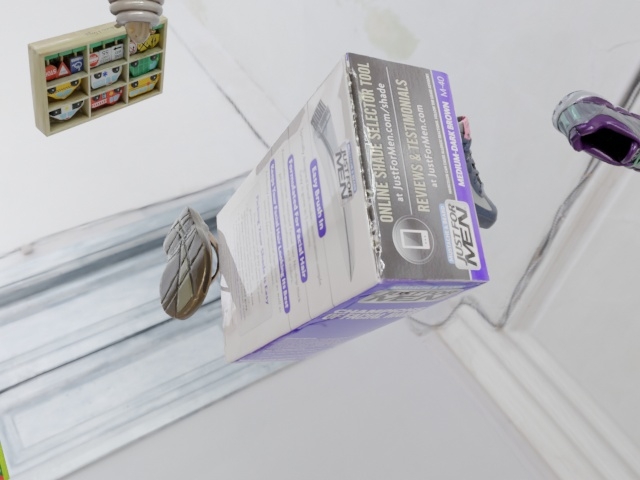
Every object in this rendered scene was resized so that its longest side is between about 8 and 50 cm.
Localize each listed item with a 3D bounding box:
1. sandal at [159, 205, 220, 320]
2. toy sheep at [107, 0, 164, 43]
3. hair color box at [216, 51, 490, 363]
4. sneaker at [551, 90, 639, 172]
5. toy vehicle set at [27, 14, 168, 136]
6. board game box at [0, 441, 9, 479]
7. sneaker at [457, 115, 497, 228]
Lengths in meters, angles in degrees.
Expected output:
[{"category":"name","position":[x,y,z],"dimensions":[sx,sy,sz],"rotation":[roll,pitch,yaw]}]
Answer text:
[{"category":"sandal","position":[-0.161,0.027,0.789],"dimensions":[0.060,0.090,0.219],"rotation":[34,10,-27]},{"category":"toy sheep","position":[-0.273,-0.359,0.904],"dimensions":[0.091,0.091,0.132],"rotation":[14,-69,60]},{"category":"hair color box","position":[0.000,0.000,0.593],"dimensions":[0.339,0.110,0.185],"rotation":[141,-54,-58]},{"category":"sneaker","position":[0.397,-0.109,0.761],"dimensions":[0.098,0.223,0.083],"rotation":[-79,-174,-50]},{"category":"toy vehicle set","position":[-0.398,-0.309,1.121],"dimensions":[0.035,0.266,0.166],"rotation":[37,-43,19]},{"category":"board game box","position":[-0.326,0.179,0.421],"dimensions":[0.092,0.181,0.043],"rotation":[-16,-91,47]},{"category":"sneaker","position":[0.256,-0.161,1.174],"dimensions":[0.319,0.112,0.131],"rotation":[44,-64,-12]}]
